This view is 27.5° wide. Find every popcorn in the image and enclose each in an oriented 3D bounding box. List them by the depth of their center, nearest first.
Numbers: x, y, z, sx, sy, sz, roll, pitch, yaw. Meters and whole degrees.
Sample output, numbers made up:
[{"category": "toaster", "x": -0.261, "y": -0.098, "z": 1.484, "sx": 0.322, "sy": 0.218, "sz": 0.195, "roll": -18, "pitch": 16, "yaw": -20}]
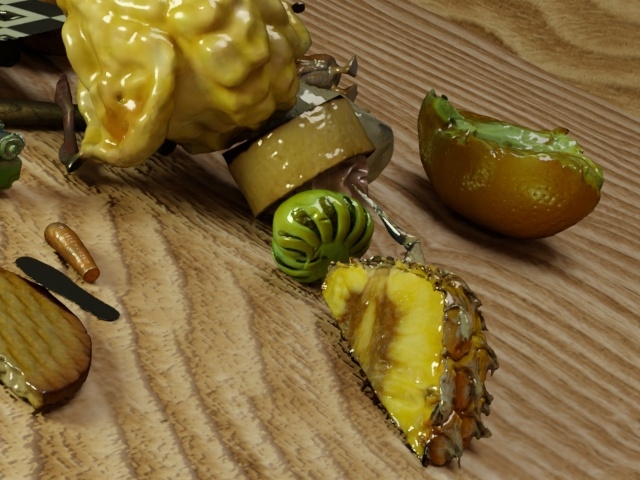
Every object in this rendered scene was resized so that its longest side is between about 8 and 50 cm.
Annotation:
[{"category": "popcorn", "x": -0.198, "y": -0.231, "z": 1.676, "sx": 0.349, "sy": 0.381, "sz": 0.349, "roll": 44, "pitch": -9, "yaw": 9}]

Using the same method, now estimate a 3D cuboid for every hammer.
[{"category": "hammer", "x": -0.397, "y": -0.171, "z": 1.722, "sx": 0.440, "sy": 0.044, "sz": 0.168, "roll": -2, "pitch": 32, "yaw": -47}]

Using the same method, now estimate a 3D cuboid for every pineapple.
[{"category": "pineapple", "x": 0.128, "y": 0.091, "z": 1.440, "sx": 0.161, "sy": 0.158, "sz": 0.334, "roll": 10, "pitch": 23, "yaw": -28}]

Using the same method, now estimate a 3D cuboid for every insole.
[{"category": "insole", "x": -0.267, "y": 0.050, "z": 1.374, "sx": 0.135, "sy": 0.002, "sz": 0.045, "roll": 29, "pitch": 23, "yaw": 18}]

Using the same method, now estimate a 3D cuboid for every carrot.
[{"category": "carrot", "x": -0.271, "y": 0.011, "z": 1.428, "sx": 0.032, "sy": 0.032, "sz": 0.093, "roll": 0, "pitch": 33, "yaw": -44}]

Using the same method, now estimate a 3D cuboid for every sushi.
[{"category": "sushi", "x": -0.522, "y": -0.248, "z": 1.737, "sx": 0.296, "sy": 0.100, "sz": 0.373, "roll": 18, "pitch": 27, "yaw": 25}]

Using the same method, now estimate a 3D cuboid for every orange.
[{"category": "orange", "x": 0.279, "y": -0.118, "z": 2.045, "sx": 0.262, "sy": 0.196, "sz": 0.334, "roll": 24, "pitch": 20, "yaw": -38}]

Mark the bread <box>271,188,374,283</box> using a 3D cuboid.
[{"category": "bread", "x": 0.000, "y": 0.000, "z": 1.578, "sx": 0.130, "sy": 0.139, "sz": 0.071, "roll": 2, "pitch": 49, "yaw": -27}]

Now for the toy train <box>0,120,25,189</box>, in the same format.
[{"category": "toy train", "x": -0.425, "y": -0.090, "z": 1.460, "sx": 0.202, "sy": 0.081, "sz": 0.060, "roll": -8, "pitch": 35, "yaw": -41}]

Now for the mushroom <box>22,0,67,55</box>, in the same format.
[{"category": "mushroom", "x": -0.443, "y": -0.362, "z": 1.986, "sx": 0.138, "sy": 0.194, "sz": 0.231, "roll": -22, "pitch": 3, "yaw": -4}]

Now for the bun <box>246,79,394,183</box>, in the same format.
[{"category": "bun", "x": -0.006, "y": -0.152, "z": 1.919, "sx": 0.239, "sy": 0.141, "sz": 0.239, "roll": 23, "pitch": 10, "yaw": -4}]

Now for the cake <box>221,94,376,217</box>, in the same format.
[{"category": "cake", "x": -0.011, "y": -0.079, "z": 1.726, "sx": 0.185, "sy": 0.178, "sz": 0.207, "roll": -28, "pitch": 8, "yaw": -11}]

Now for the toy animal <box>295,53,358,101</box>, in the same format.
[{"category": "toy animal", "x": -0.029, "y": -0.298, "z": 2.346, "sx": 0.179, "sy": 0.089, "sz": 0.188, "roll": 13, "pitch": 16, "yaw": 27}]

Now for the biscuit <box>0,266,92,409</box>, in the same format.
[{"category": "biscuit", "x": -0.301, "y": 0.084, "z": 1.221, "sx": 0.176, "sy": 0.031, "sz": 0.228, "roll": 11, "pitch": 25, "yaw": -25}]
